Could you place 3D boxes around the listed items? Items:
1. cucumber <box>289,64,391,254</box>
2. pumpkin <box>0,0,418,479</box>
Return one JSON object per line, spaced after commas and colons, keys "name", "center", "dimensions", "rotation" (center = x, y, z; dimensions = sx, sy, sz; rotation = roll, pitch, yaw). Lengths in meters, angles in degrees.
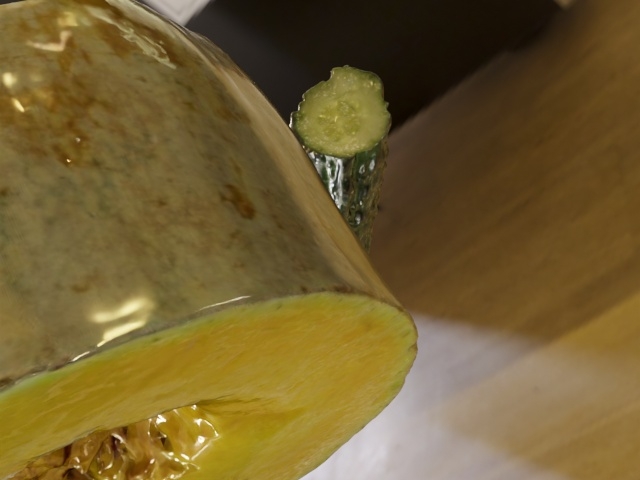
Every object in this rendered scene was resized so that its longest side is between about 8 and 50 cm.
{"name": "cucumber", "center": [0.002, 0.000, 0.995], "dimensions": [0.077, 0.077, 0.265], "rotation": [-88, 6, -49]}
{"name": "pumpkin", "center": [-0.146, 0.041, 0.601], "dimensions": [0.332, 0.332, 0.199], "rotation": [-41, 67, 24]}
